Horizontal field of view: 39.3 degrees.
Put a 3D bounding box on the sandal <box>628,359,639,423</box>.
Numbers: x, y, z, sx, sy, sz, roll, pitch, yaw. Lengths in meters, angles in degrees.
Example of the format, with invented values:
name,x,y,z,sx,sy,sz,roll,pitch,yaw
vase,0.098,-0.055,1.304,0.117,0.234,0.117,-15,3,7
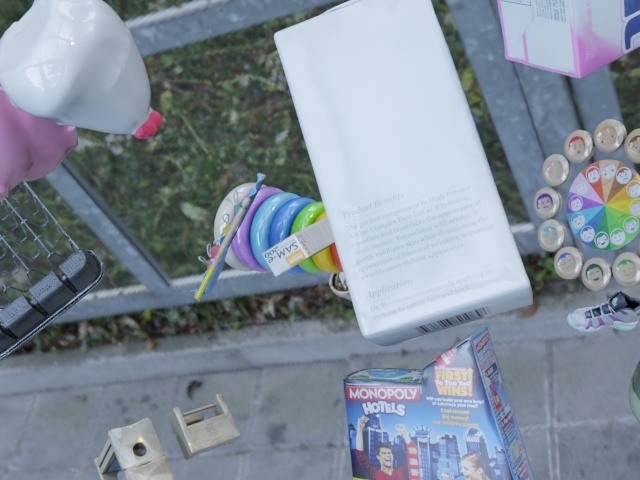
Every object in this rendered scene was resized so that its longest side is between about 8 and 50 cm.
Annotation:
name,x,y,z,sx,sy,sz,roll,pitch,yaw
sandal,0.301,0.112,0.593,0.120,0.303,0.086,25,110,52

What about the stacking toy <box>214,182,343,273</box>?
name,x,y,z,sx,sy,sz,roll,pitch,yaw
stacking toy,0.000,0.000,1.307,0.330,0.141,0.141,11,57,41

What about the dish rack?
name,x,y,z,sx,sy,sz,roll,pitch,yaw
dish rack,-0.460,0.005,1.249,0.208,0.074,0.271,-39,78,-13

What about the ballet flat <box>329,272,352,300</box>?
name,x,y,z,sx,sy,sz,roll,pitch,yaw
ballet flat,0.118,0.004,1.659,0.316,0.106,0.107,-55,41,30

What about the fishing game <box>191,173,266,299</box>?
name,x,y,z,sx,sy,sz,roll,pitch,yaw
fishing game,-0.126,-0.008,1.165,0.189,0.041,0.264,-61,5,14

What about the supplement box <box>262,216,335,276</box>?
name,x,y,z,sx,sy,sz,roll,pitch,yaw
supplement box,-0.020,0.005,1.151,0.062,0.036,0.098,-31,-1,35

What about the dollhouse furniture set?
name,x,y,z,sx,sy,sz,roll,pitch,yaw
dollhouse furniture set,-0.222,0.338,1.351,0.184,0.129,0.129,-14,65,-32

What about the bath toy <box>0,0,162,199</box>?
name,x,y,z,sx,sy,sz,roll,pitch,yaw
bath toy,-0.263,-0.068,0.722,0.348,0.129,0.151,-30,45,27

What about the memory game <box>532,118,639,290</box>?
name,x,y,z,sx,sy,sz,roll,pitch,yaw
memory game,0.303,-0.037,0.959,0.186,0.012,0.186,-3,86,51

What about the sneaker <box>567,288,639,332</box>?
name,x,y,z,sx,sy,sz,roll,pitch,yaw
sneaker,0.381,0.089,1.190,0.098,0.069,0.038,-3,48,-9

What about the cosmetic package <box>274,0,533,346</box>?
name,x,y,z,sx,sy,sz,roll,pitch,yaw
cosmetic package,0.058,-0.052,0.632,0.117,0.085,0.231,-18,75,10

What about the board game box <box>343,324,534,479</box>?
name,x,y,z,sx,sy,sz,roll,pitch,yaw
board game box,0.126,0.188,0.951,0.194,0.194,0.060,-1,9,27

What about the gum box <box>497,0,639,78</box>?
name,x,y,z,sx,sy,sz,roll,pitch,yaw
gum box,0.147,-0.187,0.477,0.107,0.188,0.062,-28,33,-20
